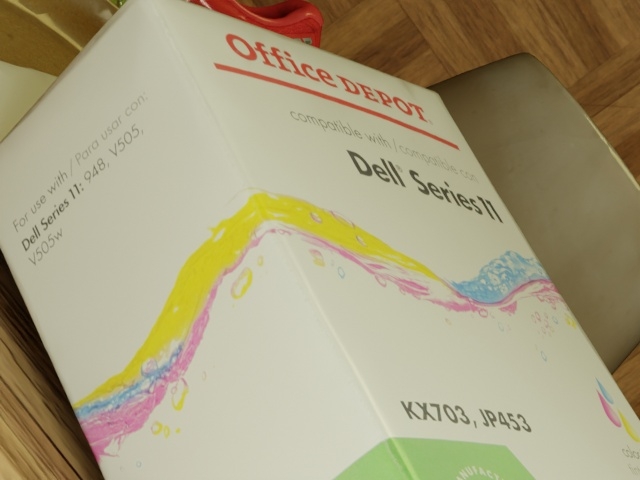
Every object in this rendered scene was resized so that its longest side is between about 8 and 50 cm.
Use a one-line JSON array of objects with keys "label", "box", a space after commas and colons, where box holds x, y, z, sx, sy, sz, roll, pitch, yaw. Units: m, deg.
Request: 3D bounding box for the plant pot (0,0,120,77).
[{"label": "plant pot", "box": [-0.123, -0.058, 0.899, 0.236, 0.032, 0.236, 39, 23, -20]}]

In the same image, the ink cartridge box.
[{"label": "ink cartridge box", "box": [-0.001, 0.030, 0.772, 0.207, 0.119, 0.353, 13, 40, -51]}]

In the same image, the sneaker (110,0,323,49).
[{"label": "sneaker", "box": [-0.127, -0.169, 1.255, 0.279, 0.118, 0.107, 23, 9, -17]}]

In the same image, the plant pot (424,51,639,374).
[{"label": "plant pot", "box": [0.078, 0.032, 1.283, 0.323, 0.280, 0.323, 55, 2, -3]}]
